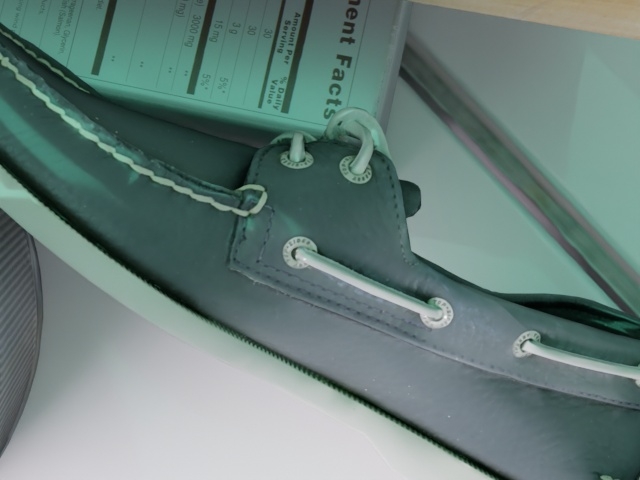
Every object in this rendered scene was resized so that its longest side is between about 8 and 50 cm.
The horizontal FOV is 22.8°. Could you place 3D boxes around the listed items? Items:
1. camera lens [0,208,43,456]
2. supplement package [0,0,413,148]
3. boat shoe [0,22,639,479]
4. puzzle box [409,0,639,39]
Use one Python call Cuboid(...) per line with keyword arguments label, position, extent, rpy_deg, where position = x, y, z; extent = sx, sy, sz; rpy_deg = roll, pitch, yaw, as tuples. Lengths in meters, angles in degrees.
Cuboid(label="camera lens", position=(-0.210, 0.037, 0.516), extent=(0.219, 0.274, 0.219), rpy_deg=(0, 96, -4))
Cuboid(label="supplement package", position=(-0.056, -0.089, 0.642), extent=(0.179, 0.105, 0.105), rpy_deg=(12, 78, 2))
Cuboid(label="boat shoe", position=(0.000, 0.000, 0.577), extent=(0.319, 0.116, 0.099), rpy_deg=(34, 99, -17))
Cuboid(label="puzzle box", position=(-0.063, -0.200, 0.618), extent=(0.408, 0.052, 0.272), rpy_deg=(10, 41, 3))
